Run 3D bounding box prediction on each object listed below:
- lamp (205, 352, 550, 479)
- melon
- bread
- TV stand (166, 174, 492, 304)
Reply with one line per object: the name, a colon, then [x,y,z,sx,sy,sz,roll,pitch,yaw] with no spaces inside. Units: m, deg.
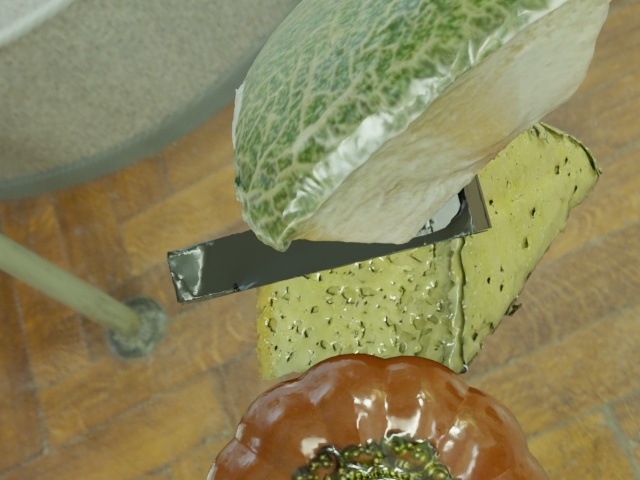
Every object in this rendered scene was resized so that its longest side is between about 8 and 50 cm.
lamp: [0.035,0.180,0.758,0.223,0.196,0.223,0,79,1]
melon: [0.027,-0.045,0.454,0.139,0.093,0.202,-51,19,-24]
bread: [0.098,0.010,1.095,0.248,0.315,0.279,-6,73,41]
TV stand: [0.000,0.000,0.938,0.256,0.040,0.049,-14,89,25]
